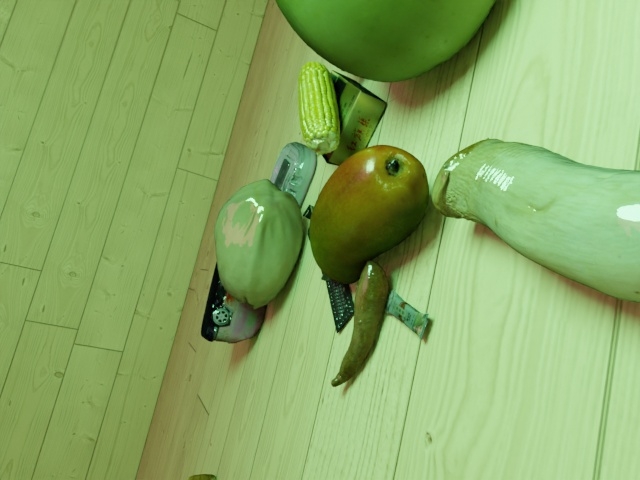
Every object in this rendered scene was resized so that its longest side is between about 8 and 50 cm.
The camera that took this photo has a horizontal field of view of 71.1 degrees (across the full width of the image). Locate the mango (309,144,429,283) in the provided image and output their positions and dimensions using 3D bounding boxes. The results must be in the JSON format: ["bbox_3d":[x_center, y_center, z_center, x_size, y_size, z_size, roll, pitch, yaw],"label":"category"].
[{"bbox_3d":[0.059,-0.034,0.682,0.289,0.146,0.129,-49,28,48],"label":"mango"}]

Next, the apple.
[{"bbox_3d":[0.088,-0.419,0.667,0.357,0.358,0.356,-48,33,46],"label":"apple"}]

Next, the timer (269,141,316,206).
[{"bbox_3d":[-0.086,-0.166,1.228,0.208,0.069,0.191,-67,25,13],"label":"timer"}]

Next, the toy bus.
[{"bbox_3d":[-0.225,0.133,1.233,0.127,0.147,0.302,155,126,-68],"label":"toy bus"}]

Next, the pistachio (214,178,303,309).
[{"bbox_3d":[-0.153,0.016,1.081,0.226,0.208,0.331,-125,42,-71],"label":"pistachio"}]

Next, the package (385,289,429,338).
[{"bbox_3d":[0.119,0.100,0.619,0.110,0.015,0.037,-148,71,-69],"label":"package"}]

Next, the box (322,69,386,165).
[{"bbox_3d":[0.046,-0.269,0.983,0.159,0.071,0.240,-66,23,22],"label":"box"}]

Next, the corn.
[{"bbox_3d":[-0.005,-0.272,0.912,0.081,0.081,0.248,-52,32,42],"label":"corn"}]

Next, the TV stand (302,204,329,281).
[{"bbox_3d":[0.000,0.000,0.915,0.036,0.042,0.249,-56,23,21],"label":"TV stand"}]

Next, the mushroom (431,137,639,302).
[{"bbox_3d":[0.219,-0.030,0.378,0.122,0.095,0.351,-54,25,0],"label":"mushroom"}]

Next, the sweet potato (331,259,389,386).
[{"bbox_3d":[0.063,0.135,0.687,0.050,0.050,0.214,-142,64,-67],"label":"sweet potato"}]

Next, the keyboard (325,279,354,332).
[{"bbox_3d":[0.030,0.082,0.850,0.063,0.010,0.198,-57,27,30],"label":"keyboard"}]

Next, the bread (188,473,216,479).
[{"bbox_3d":[-0.316,0.664,1.174,0.076,0.070,0.083,-65,26,22],"label":"bread"}]
